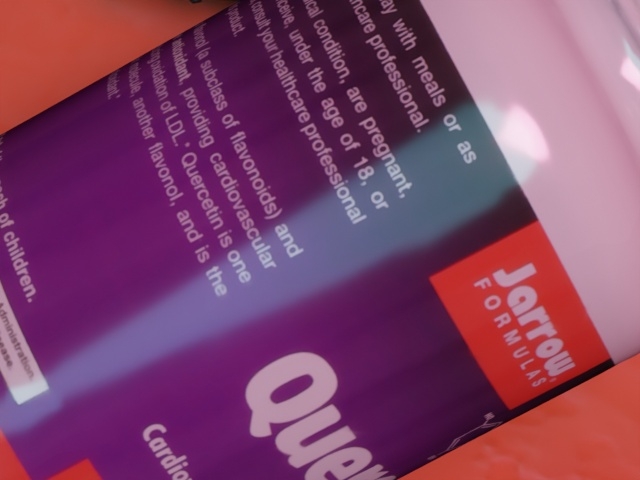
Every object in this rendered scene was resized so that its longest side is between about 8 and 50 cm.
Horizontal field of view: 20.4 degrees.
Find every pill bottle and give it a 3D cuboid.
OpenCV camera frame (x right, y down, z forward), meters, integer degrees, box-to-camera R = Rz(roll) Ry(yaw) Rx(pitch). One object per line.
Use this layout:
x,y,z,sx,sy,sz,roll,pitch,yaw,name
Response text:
0.000,0.000,0.647,0.323,0.181,0.181,-28,91,7,pill bottle

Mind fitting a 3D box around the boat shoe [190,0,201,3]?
0.010,-0.223,0.629,0.099,0.116,0.319,14,123,-15,boat shoe
